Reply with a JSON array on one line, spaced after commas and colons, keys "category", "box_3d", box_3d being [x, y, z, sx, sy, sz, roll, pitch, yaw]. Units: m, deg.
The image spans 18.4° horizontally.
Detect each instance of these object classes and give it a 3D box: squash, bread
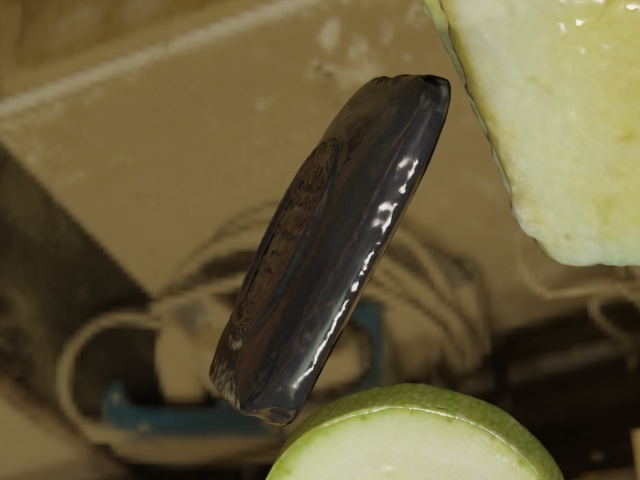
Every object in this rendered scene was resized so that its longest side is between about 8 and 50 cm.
[{"category": "squash", "box_3d": [0.076, 0.227, 1.538, 0.252, 0.049, 0.252, 6, 118, 12]}, {"category": "bread", "box_3d": [0.161, -0.202, 1.235, 0.239, 0.395, 0.264, -23, 134, 9]}]

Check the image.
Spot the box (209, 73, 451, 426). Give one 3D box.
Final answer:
[{"category": "box", "box_3d": [0.000, 0.000, 1.042, 0.042, 0.201, 0.212, 25, -179, -11]}]
